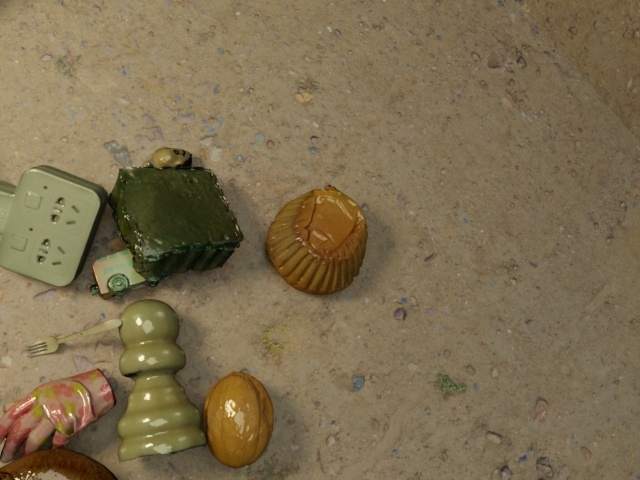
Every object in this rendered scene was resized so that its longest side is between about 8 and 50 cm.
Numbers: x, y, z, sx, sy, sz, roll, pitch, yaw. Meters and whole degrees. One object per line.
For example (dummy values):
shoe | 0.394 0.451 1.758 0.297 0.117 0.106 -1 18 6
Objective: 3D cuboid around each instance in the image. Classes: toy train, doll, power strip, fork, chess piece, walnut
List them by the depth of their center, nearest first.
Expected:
fork | -0.523 0.203 1.205 0.220 0.028 0.034 -19 75 6
chess piece | -0.355 0.289 1.216 0.182 0.182 0.330 -5 73 -21
power strip | -0.618 -0.052 1.217 0.261 0.141 0.229 21 99 -12
walnut | -0.182 0.395 1.251 0.159 0.159 0.206 -1 78 -20
toy train | -0.433 0.069 1.288 0.188 0.072 0.099 -17 84 -23
doll | -0.388 -0.176 1.366 0.179 0.102 0.088 -29 130 -28

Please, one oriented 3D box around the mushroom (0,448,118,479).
mushroom | -0.532 0.559 1.053 0.345 0.239 0.345 0 103 0

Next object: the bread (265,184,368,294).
bread | 0.000 0.000 1.427 0.274 0.149 0.274 6 68 -16

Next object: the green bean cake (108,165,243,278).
green bean cake | -0.330 -0.046 1.275 0.255 0.132 0.241 -9 64 -41

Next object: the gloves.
gloves | -0.550 0.352 1.139 0.241 0.126 0.145 -25 73 -35
